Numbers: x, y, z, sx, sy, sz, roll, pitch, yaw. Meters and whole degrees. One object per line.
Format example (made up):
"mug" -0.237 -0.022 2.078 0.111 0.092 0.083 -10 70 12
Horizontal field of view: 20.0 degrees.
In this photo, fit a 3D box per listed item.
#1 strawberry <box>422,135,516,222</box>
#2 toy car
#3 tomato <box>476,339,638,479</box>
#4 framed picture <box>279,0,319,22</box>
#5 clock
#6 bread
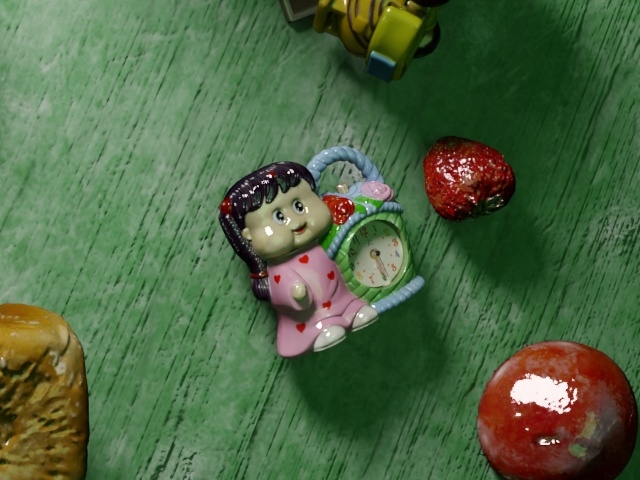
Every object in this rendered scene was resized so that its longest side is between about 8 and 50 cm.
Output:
"strawberry" 0.160 -0.070 1.982 0.106 0.106 0.106 1 87 -23
"toy car" 0.089 -0.297 1.909 0.142 0.200 0.248 28 75 2
"tomato" 0.279 0.198 2.016 0.189 0.099 0.173 11 85 -21
"framed picture" 0.027 -0.337 1.982 0.203 0.015 0.150 -23 97 -23
"clock" 0.000 0.000 1.911 0.194 0.100 0.195 -31 102 -25
"bread" -0.352 0.157 1.710 0.246 0.176 0.196 0 99 -26
